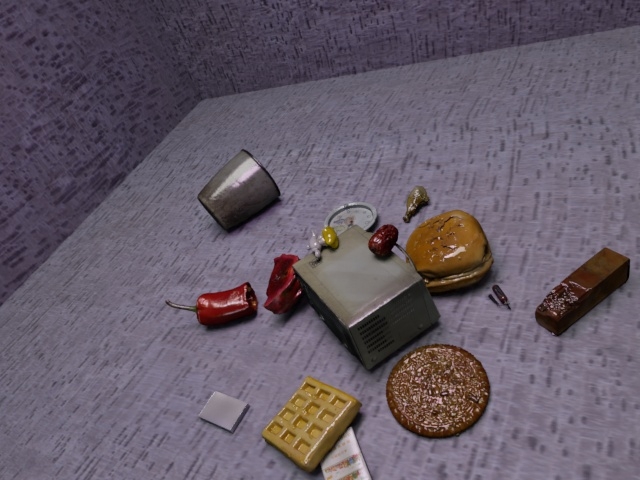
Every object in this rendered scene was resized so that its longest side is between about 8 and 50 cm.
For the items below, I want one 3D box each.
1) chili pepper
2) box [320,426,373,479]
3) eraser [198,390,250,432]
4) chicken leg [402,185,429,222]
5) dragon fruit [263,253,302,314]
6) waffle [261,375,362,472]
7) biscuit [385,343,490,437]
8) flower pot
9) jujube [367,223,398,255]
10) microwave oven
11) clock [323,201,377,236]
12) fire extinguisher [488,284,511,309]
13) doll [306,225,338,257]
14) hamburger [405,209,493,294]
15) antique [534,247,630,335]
[{"bbox_3d":[-0.420,0.267,1.954,0.339,0.131,0.134,-15,63,6],"label":"chili pepper"},{"bbox_3d":[0.068,0.624,1.346,0.122,0.032,0.220,-26,37,-1],"label":"box"},{"bbox_3d":[-0.316,0.558,1.638,0.151,0.023,0.103,8,48,34],"label":"eraser"},{"bbox_3d":[0.395,-0.148,2.078,0.093,0.070,0.178,17,60,33],"label":"chicken leg"},{"bbox_3d":[-0.093,0.154,1.867,0.212,0.134,0.262,-34,29,34],"label":"dragon fruit"},{"bbox_3d":[-0.029,0.527,1.467,0.221,0.055,0.248,8,45,50],"label":"waffle"},{"bbox_3d":[0.334,0.421,1.443,0.306,0.038,0.305,-15,38,12],"label":"biscuit"},{"bbox_3d":[-0.410,-0.236,2.433,0.330,0.293,0.294,-39,40,-11],"label":"flower pot"},{"bbox_3d":[0.205,-0.002,1.594,0.077,0.077,0.129,8,37,35],"label":"jujube"},{"bbox_3d":[0.147,0.177,1.666,0.333,0.247,0.394,-34,38,-10],"label":"microwave oven"},{"bbox_3d":[0.133,-0.078,2.137,0.237,0.053,0.236,-13,38,10],"label":"clock"},{"bbox_3d":[0.572,0.184,1.607,0.046,0.032,0.100,-11,32,0],"label":"fire extinguisher"},{"bbox_3d":[0.001,0.005,1.704,0.113,0.071,0.135,-11,42,31],"label":"doll"},{"bbox_3d":[0.441,0.040,1.746,0.284,0.174,0.304,-24,29,19],"label":"hamburger"},{"bbox_3d":[0.778,0.151,1.486,0.310,0.093,0.087,-34,38,-11],"label":"antique"}]
